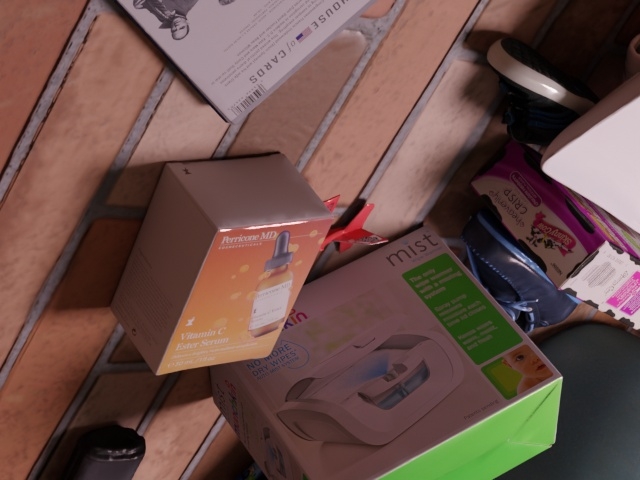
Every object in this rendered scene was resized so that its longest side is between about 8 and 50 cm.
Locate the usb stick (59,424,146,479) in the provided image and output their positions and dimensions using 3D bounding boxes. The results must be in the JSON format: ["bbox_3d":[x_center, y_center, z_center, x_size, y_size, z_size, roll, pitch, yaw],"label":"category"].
[{"bbox_3d":[-0.249,0.291,1.721,0.077,0.045,0.278,-4,134,-42],"label":"usb stick"}]

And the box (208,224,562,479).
[{"bbox_3d":[0.059,0.145,1.673,0.262,0.231,0.127,-25,145,-18],"label":"box"}]

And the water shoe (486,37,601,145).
[{"bbox_3d":[0.205,-0.124,1.637,0.080,0.073,0.203,-47,145,16],"label":"water shoe"}]

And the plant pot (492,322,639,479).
[{"bbox_3d":[0.362,0.258,2.010,0.290,0.195,0.290,-8,104,-32],"label":"plant pot"}]

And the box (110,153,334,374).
[{"bbox_3d":[-0.088,0.020,1.514,0.130,0.091,0.170,-7,136,-38],"label":"box"}]

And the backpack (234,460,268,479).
[{"bbox_3d":[0.014,0.254,1.860,0.173,0.117,0.158,-48,145,15],"label":"backpack"}]

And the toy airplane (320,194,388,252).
[{"bbox_3d":[0.000,0.000,1.628,0.151,0.028,0.151,-25,150,-16],"label":"toy airplane"}]

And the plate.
[{"bbox_3d":[0.367,-0.126,1.668,0.277,0.045,0.278,-36,151,20],"label":"plate"}]

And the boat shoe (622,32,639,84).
[{"bbox_3d":[0.421,-0.222,1.702,0.277,0.098,0.096,-32,147,-8],"label":"boat shoe"}]

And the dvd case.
[{"bbox_3d":[-0.057,-0.206,1.334,0.179,0.029,0.239,-40,147,2],"label":"dvd case"}]

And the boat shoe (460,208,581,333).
[{"bbox_3d":[0.203,0.051,1.814,0.089,0.109,0.258,-40,144,8],"label":"boat shoe"}]

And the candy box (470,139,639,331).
[{"bbox_3d":[0.270,0.001,1.767,0.071,0.159,0.233,-47,145,14],"label":"candy box"}]
